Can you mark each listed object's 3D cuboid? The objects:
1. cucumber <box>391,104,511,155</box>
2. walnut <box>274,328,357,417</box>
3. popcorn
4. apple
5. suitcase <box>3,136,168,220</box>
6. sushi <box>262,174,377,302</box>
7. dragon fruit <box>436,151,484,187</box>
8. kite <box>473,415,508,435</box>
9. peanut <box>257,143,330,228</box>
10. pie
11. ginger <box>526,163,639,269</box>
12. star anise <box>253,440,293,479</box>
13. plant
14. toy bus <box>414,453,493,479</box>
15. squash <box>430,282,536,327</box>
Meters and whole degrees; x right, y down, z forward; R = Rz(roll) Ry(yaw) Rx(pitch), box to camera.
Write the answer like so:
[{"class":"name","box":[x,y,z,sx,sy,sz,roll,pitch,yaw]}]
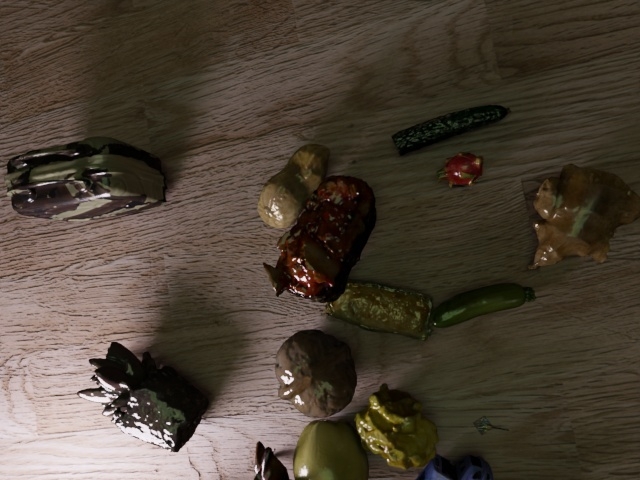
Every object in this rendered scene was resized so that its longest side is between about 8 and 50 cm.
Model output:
[{"class":"cucumber","box":[0.326,-0.289,1.081,0.293,0.067,0.068,-18,83,10]},{"class":"walnut","box":[-0.013,0.319,1.038,0.223,0.224,0.225,-1,86,12]},{"class":"popcorn","box":[0.183,0.440,1.011,0.197,0.197,0.156,30,92,12]},{"class":"apple","box":[0.024,0.533,1.034,0.199,0.200,0.200,-1,86,12]},{"class":"suitcase","box":[-0.626,-0.165,1.136,0.351,0.339,0.194,-9,85,12]},{"class":"sushi","box":[0.000,0.000,1.052,0.196,0.182,0.344,22,76,28]},{"class":"dragon fruit","box":[0.344,-0.175,1.062,0.115,0.081,0.086,-1,97,11]},{"class":"kite","box":[0.413,0.448,1.047,0.077,0.002,0.044,-16,83,12]},{"class":"peanut","box":[-0.066,-0.143,1.120,0.122,0.137,0.253,42,93,10]},{"class":"pie","box":[0.150,0.171,1.089,0.282,0.068,0.129,11,87,9]},{"class":"ginger","box":[0.573,-0.042,0.980,0.219,0.123,0.270,45,96,8]},{"class":"star anise","box":[-0.105,0.611,1.022,0.102,0.272,0.272,-24,81,-19]},{"class":"plant","box":[-0.473,0.417,1.144,0.320,0.194,0.182,25,88,10]},{"class":"toy bus","box":[0.271,0.614,1.006,0.133,0.125,0.292,38,96,12]},{"class":"squash","box":[0.385,0.150,1.034,0.257,0.069,0.069,-18,83,4]}]
